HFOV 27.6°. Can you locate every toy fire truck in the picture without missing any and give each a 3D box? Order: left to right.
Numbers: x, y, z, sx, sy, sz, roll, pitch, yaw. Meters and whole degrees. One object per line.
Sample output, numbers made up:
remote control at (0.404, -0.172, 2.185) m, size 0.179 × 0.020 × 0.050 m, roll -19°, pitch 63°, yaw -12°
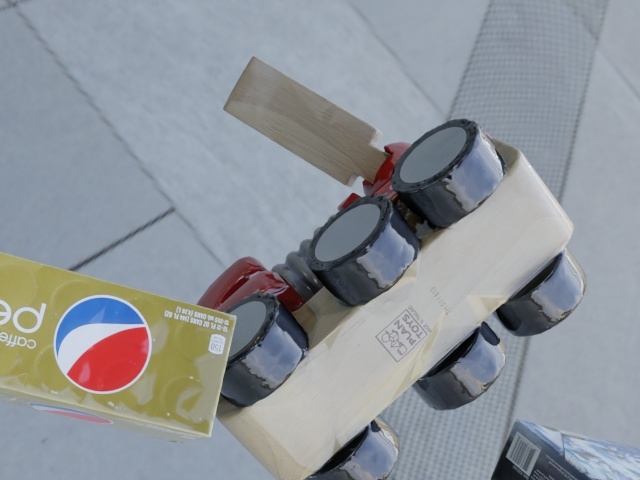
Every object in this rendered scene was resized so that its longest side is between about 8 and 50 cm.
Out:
toy fire truck at (0.000, 0.000, 0.783) m, size 0.158 × 0.217 × 0.246 m, roll 49°, pitch -3°, yaw -24°

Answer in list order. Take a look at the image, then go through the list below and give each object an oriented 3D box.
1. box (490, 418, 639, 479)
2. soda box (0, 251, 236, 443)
box at (0.128, 0.105, 0.414) m, size 0.094 × 0.027 × 0.137 m, roll 16°, pitch 11°, yaw -28°
soda box at (-0.137, 0.045, 0.607) m, size 0.181 × 0.058 × 0.061 m, roll 16°, pitch 74°, yaw -17°
